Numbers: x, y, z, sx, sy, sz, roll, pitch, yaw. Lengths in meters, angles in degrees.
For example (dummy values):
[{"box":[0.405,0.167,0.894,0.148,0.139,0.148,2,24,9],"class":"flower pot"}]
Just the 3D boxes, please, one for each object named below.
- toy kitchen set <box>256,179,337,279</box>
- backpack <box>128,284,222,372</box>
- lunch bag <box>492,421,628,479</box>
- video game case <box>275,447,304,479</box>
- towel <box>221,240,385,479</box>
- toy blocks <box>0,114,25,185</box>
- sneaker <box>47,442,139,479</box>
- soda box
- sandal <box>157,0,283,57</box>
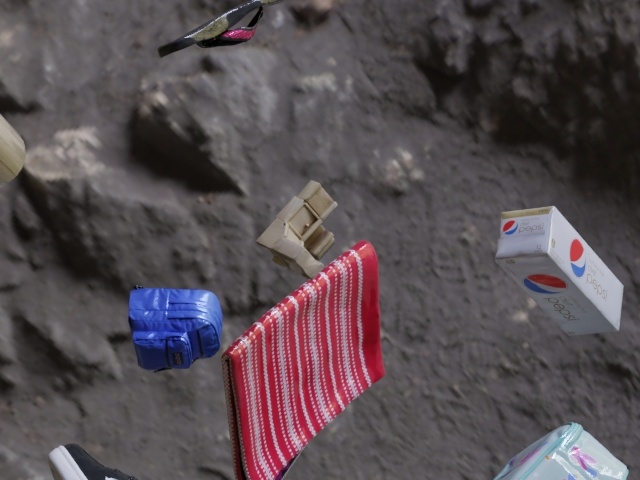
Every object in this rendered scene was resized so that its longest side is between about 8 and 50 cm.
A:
[{"box":[0.000,0.000,1.259,0.083,0.068,0.075,-49,33,-12],"class":"toy kitchen set"},{"box":[-0.191,0.122,1.733,0.120,0.098,0.101,-3,51,0],"class":"backpack"},{"box":[0.215,0.347,1.502,0.108,0.224,0.279,45,66,6],"class":"lunch bag"},{"box":[-0.034,0.198,1.746,0.232,0.042,0.210,-56,18,12],"class":"video game case"},{"box":[-0.012,0.139,1.443,0.031,0.199,0.275,14,33,31],"class":"towel"},{"box":[-0.231,-0.238,0.719,0.309,0.260,0.288,42,83,15],"class":"toy blocks"},{"box":[-0.117,0.226,1.051,0.121,0.079,0.217,-34,64,-23],"class":"sneaker"},{"box":[0.298,0.040,1.597,0.074,0.216,0.069,-8,58,35],"class":"soda box"},{"box":[-0.108,-0.232,1.448,0.179,0.040,0.067,-36,14,-38],"class":"sandal"}]
